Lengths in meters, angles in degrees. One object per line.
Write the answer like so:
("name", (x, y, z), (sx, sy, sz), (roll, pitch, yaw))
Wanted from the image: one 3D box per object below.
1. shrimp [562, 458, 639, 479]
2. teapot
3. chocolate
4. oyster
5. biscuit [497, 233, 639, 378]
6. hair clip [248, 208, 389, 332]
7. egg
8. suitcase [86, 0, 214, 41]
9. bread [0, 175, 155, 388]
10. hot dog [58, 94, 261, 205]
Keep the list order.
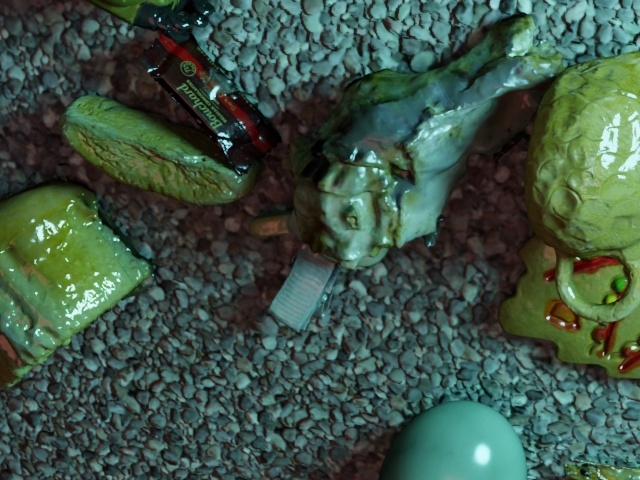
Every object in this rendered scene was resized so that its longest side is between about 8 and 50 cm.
("shrimp", (0.363, 0.305, 1.660), (0.162, 0.045, 0.095), (16, 138, 3))
("teapot", (0.309, -0.065, 1.391), (0.167, 0.203, 0.311), (12, 102, 28))
("chocolate", (-0.123, -0.161, 1.560), (0.182, 0.086, 0.028), (51, 147, -7))
("oyster", (0.111, -0.106, 1.478), (0.337, 0.133, 0.198), (-28, 72, 6))
("biscuit", (0.323, 0.076, 1.559), (0.238, 0.041, 0.212), (41, 117, -3))
("hair clip", (-0.003, -0.001, 1.610), (0.159, 0.071, 0.218), (28, 115, 6))
("egg", (0.152, 0.292, 1.636), (0.168, 0.168, 0.231), (25, 123, 4))
("suitcase", (-0.206, -0.342, 1.464), (0.235, 0.143, 0.194), (28, 119, 3))
("bread", (-0.364, 0.048, 1.687), (0.262, 0.162, 0.204), (-39, 88, 13))
("hot dog", (-0.189, -0.096, 1.607), (0.242, 0.084, 0.073), (18, 119, 6))
